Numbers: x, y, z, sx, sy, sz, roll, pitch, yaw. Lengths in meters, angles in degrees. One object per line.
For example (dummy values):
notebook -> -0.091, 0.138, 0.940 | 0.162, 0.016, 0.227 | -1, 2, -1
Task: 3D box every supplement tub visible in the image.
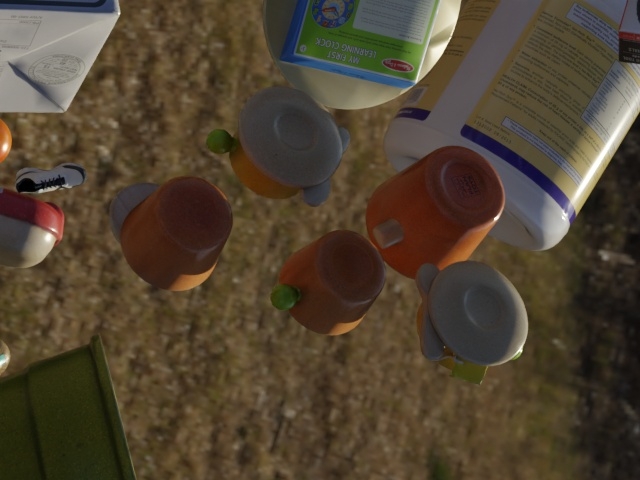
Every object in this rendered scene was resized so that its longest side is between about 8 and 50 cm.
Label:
supplement tub -> 0.251, -0.182, 1.634 | 0.331, 0.241, 0.241 | -57, 137, -8

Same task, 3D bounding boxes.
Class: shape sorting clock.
shape sorting clock -> 0.040, -0.221, 1.299 | 0.206, 0.040, 0.206 | -11, 113, -26

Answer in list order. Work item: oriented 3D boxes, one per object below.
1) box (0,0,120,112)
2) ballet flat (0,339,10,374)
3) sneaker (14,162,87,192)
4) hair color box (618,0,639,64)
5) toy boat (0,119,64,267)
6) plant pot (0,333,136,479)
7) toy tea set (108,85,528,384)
box -> -0.206, -0.204, 0.647 | 0.169, 0.087, 0.289 | -4, 67, -29
ballet flat -> -0.477, 0.116, 1.645 | 0.124, 0.342, 0.116 | -28, 115, -39
sneaker -> -0.392, -0.085, 2.034 | 0.043, 0.109, 0.040 | -82, 163, -63
hair color box -> 0.255, -0.186, 0.963 | 0.043, 0.072, 0.141 | 65, 40, -64
toy boat -> -0.390, -0.070, 1.556 | 0.231, 0.151, 0.151 | 19, 75, -15
plant pot -> -0.326, 0.304, 1.256 | 0.353, 0.366, 0.366 | -14, 114, -10
toy tea set -> 0.000, 0.000, 1.093 | 0.336, 0.124, 0.200 | 18, 58, -19
